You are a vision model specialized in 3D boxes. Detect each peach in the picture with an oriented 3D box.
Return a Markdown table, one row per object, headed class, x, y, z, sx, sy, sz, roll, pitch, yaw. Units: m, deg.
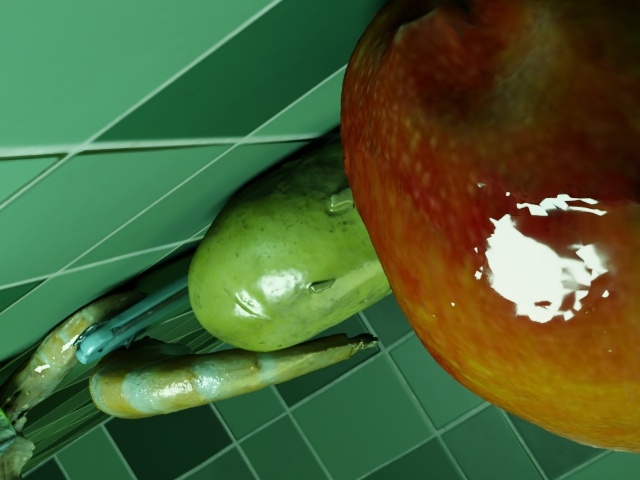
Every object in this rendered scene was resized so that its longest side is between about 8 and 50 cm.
| class | x | y | z | sx | sy | sz | roll | pitch | yaw |
| --- | --- | --- | --- | --- | --- | --- | --- | --- | --- |
| peach | 0.170 | -0.034 | 0.716 | 0.290 | 0.373 | 0.372 | -29 | 176 | 8 |

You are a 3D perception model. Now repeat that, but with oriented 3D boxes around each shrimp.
| class | x | y | z | sx | sy | sz | roll | pitch | yaw |
| --- | --- | --- | --- | --- | --- | --- | --- | --- | --- |
| shrimp | -0.254 | 0.120 | 1.220 | 0.219 | 0.046 | 0.152 | -43 | 170 | 8 |
| shrimp | -0.111 | 0.116 | 1.135 | 0.287 | 0.068 | 0.185 | -15 | -179 | 29 |

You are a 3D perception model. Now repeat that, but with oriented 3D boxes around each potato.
| class | x | y | z | sx | sy | sz | roll | pitch | yaw |
| --- | --- | --- | --- | --- | --- | --- | --- | --- | --- |
| potato | 0.001 | 0.000 | 1.056 | 0.228 | 0.148 | 0.197 | -30 | -171 | 22 |

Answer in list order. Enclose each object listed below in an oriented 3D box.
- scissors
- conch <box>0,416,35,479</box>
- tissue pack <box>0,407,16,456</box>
| class | x | y | z | sx | sy | sz | roll | pitch | yaw |
| --- | --- | --- | --- | --- | --- | --- | --- | --- | --- |
| scissors | -0.100 | 0.031 | 1.234 | 0.393 | 0.032 | 0.180 | -32 | 165 | -49 |
| conch | -0.449 | 0.342 | 1.449 | 0.297 | 0.210 | 0.352 | -50 | 171 | 22 |
| tissue pack | -0.403 | 0.240 | 1.112 | 0.235 | 0.073 | 0.173 | -47 | 161 | 32 |
